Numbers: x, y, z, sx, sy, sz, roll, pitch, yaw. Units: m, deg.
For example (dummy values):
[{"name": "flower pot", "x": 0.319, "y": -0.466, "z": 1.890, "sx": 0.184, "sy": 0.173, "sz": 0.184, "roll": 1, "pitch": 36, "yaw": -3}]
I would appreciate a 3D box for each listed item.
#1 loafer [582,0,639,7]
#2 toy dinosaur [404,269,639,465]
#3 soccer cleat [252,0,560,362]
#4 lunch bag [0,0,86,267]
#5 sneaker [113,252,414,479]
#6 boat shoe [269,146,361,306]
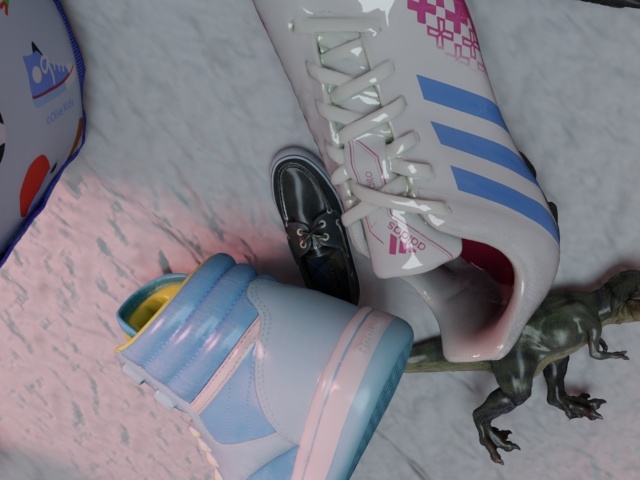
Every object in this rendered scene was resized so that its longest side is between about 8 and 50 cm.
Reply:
[{"name": "loafer", "x": 0.207, "y": -0.177, "z": 0.487, "sx": 0.267, "sy": 0.096, "sz": 0.084, "roll": 13, "pitch": 104, "yaw": -2}, {"name": "toy dinosaur", "x": 0.159, "y": 0.102, "z": 0.644, "sx": 0.268, "sy": 0.064, "sz": 0.118, "roll": -18, "pitch": 108, "yaw": 13}, {"name": "soccer cleat", "x": 0.048, "y": -0.066, "z": 0.501, "sx": 0.116, "sy": 0.143, "sz": 0.331, "roll": -18, "pitch": 118, "yaw": 42}, {"name": "lunch bag", "x": -0.301, "y": -0.120, "z": 0.396, "sx": 0.239, "sy": 0.328, "sz": 0.385, "roll": -28, "pitch": 114, "yaw": 19}, {"name": "sneaker", "x": -0.067, "y": 0.134, "z": 0.642, "sx": 0.208, "sy": 0.127, "sz": 0.319, "roll": 27, "pitch": 129, "yaw": 10}, {"name": "boat shoe", "x": 0.000, "y": 0.000, "z": 0.605, "sx": 0.049, "sy": 0.040, "sz": 0.142, "roll": -17, "pitch": 115, "yaw": 10}]
